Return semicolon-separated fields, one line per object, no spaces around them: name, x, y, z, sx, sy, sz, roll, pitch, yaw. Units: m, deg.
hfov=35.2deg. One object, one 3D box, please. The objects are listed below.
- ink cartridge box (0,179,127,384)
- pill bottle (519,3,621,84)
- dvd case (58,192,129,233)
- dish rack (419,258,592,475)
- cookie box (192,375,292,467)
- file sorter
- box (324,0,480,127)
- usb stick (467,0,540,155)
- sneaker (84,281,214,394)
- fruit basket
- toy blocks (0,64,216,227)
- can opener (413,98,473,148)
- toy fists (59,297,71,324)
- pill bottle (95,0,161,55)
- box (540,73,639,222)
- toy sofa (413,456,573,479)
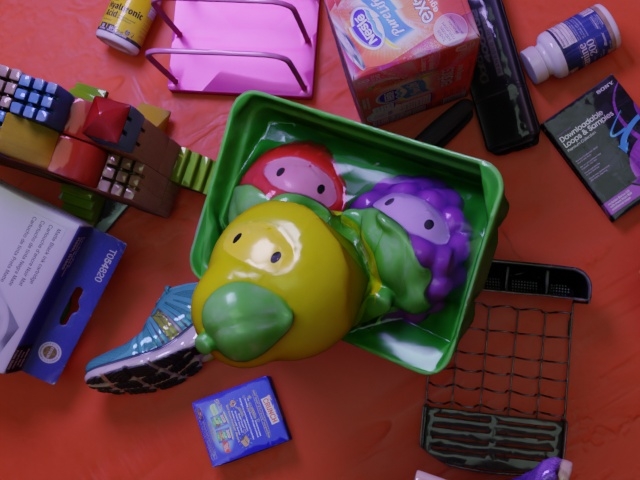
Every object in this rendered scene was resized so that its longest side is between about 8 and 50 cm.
ink cartridge box;-0.395;0.051;1.285;0.224;0.045;0.223;27;96;-9
pill bottle;0.327;-0.255;1.330;0.120;0.067;0.067;-28;82;2
dvd case;-0.294;-0.078;1.402;0.087;0.013;0.119;41;88;8
dish rack;0.228;0.163;1.292;0.208;0.074;0.271;5;85;7
cookie box;-0.103;0.239;1.334;0.107;0.040;0.092;-20;82;4
file sorter;-0.108;-0.353;1.328;0.202;0.182;0.290;4;84;7
box;0.095;-0.247;1.236;0.154;0.300;0.142;-19;84;5
usb stick;0.224;-0.250;1.349;0.077;0.045;0.278;-18;82;27
sneaker;-0.188;0.118;1.342;0.275;0.107;0.110;-28;62;-2
fruit basket;0.000;0.000;1.146;0.392;0.392;0.283;18;97;7
toy blocks;-0.345;-0.136;1.276;0.381;0.261;0.190;17;85;12
can opener;0.132;-0.122;1.340;0.186;0.059;0.073;-40;81;1
toy fists;-0.467;0.040;1.362;0.279;0.096;0.142;30;82;-1
pill bottle;-0.259;-0.321;1.399;0.065;0.065;0.116;23;86;8
box;0.384;-0.122;1.330;0.116;0.029;0.162;-36;80;1
toy sofa;0.159;0.322;1.136;0.150;0.362;0.177;17;75;7
